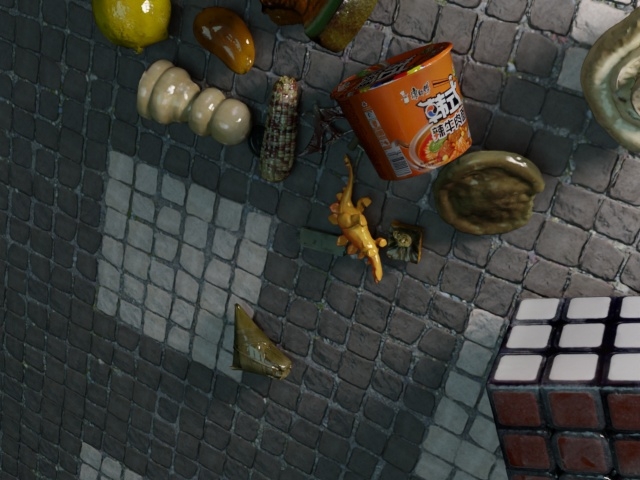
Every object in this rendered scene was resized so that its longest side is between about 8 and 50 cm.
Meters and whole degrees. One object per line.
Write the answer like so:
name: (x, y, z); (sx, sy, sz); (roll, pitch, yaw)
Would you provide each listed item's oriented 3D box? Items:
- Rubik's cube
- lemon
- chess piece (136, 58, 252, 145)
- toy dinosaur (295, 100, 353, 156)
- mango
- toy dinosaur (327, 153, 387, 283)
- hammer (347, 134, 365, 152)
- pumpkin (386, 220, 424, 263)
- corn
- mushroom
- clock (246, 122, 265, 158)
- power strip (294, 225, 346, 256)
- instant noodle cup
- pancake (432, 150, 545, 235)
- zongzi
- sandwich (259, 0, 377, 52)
Rubik's cube: (0.510, 0.302, 1.501); (0.304, 0.301, 0.305); (-3, 115, 28)
lemon: (-0.421, -0.522, 1.775); (0.173, 0.173, 0.206); (-10, 115, 31)
chess piece: (-0.275, -0.301, 1.814); (0.261, 0.143, 0.142); (24, 119, 14)
toy dinosaur: (0.015, -0.252, 1.729); (0.220, 0.032, 0.108); (-41, 84, 32)
mango: (-0.202, -0.441, 1.745); (0.105, 0.084, 0.159); (-42, 107, 18)
toy dinosaur: (0.070, -0.040, 1.760); (0.117, 0.070, 0.288); (-23, 86, 49)
hammer: (0.108, -0.181, 1.718); (0.110, 0.019, 0.035); (40, 123, 3)
pumpkin: (0.182, 0.004, 1.727); (0.074, 0.054, 0.083); (11, 110, 19)
corn: (-0.089, -0.244, 1.765); (0.079, 0.079, 0.237); (16, 114, 22)
mushroom: (0.551, -0.263, 1.311); (0.254, 0.234, 0.260); (4, 112, 31)
clock: (-0.137, -0.228, 1.833); (0.074, 0.010, 0.083); (1, 110, 29)
power strip: (0.000, 0.000, 1.844); (0.136, 0.019, 0.051); (13, 117, 24)
instant noodle cup: (0.165, -0.241, 1.536); (0.250, 0.250, 0.192); (-13, 111, 32)
pancake: (0.323, -0.085, 1.557); (0.222, 0.042, 0.236); (17, 144, -14)
zongzi: (-0.145, 0.252, 1.995); (0.160, 0.078, 0.176); (10, 105, 18)
sandwich: (0.005, -0.484, 1.576); (0.301, 0.162, 0.250); (21, 84, 39)
